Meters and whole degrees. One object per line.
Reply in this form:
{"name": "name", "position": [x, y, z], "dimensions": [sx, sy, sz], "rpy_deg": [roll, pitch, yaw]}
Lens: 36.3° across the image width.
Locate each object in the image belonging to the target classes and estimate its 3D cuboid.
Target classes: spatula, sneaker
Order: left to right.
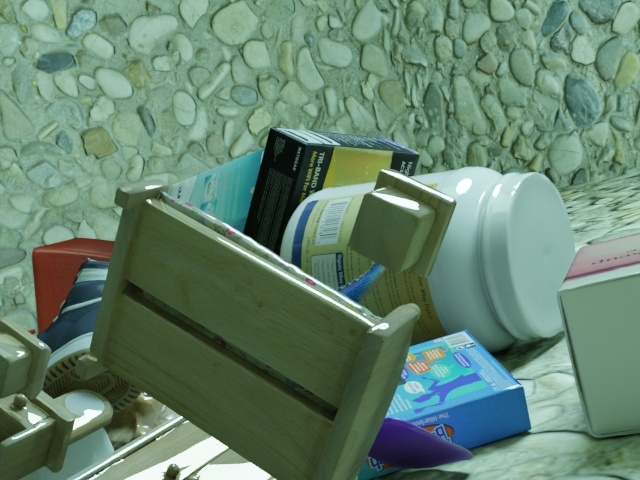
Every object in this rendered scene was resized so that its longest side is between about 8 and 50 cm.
{"name": "sneaker", "position": [-0.268, 0.117, 0.961], "dimensions": [0.282, 0.099, 0.153], "rpy_deg": [-23, 34, 25]}
{"name": "spatula", "position": [-0.005, 0.099, 0.748], "dimensions": [0.084, 0.296, 0.030], "rpy_deg": [-27, 28, 43]}

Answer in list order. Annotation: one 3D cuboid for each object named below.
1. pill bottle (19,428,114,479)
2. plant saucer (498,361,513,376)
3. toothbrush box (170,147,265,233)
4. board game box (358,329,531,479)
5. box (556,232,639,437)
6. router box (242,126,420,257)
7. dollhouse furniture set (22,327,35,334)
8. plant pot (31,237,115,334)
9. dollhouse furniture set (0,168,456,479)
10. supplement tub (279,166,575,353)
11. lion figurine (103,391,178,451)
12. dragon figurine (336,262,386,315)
{"name": "pill bottle", "position": [-0.309, 0.227, 0.871], "dimensions": [0.229, 0.131, 0.131], "rpy_deg": [-13, 4, 19]}
{"name": "plant saucer", "position": [0.121, 0.154, 1.045], "dimensions": [0.168, 0.029, 0.168], "rpy_deg": [-16, 4, 1]}
{"name": "toothbrush box", "position": [-0.089, -0.035, 1.618], "dimensions": [0.216, 0.126, 0.295], "rpy_deg": [21, -25, -36]}
{"name": "board game box", "position": [0.065, 0.154, 0.900], "dimensions": [0.210, 0.047, 0.160], "rpy_deg": [-15, 15, -5]}
{"name": "box", "position": [0.301, 0.066, 0.849], "dimensions": [0.148, 0.127, 0.232], "rpy_deg": [-13, 4, 20]}
{"name": "router box", "position": [0.000, 0.000, 1.412], "dimensions": [0.243, 0.309, 0.081], "rpy_deg": [-2, 24, -46]}
{"name": "dollhouse furniture set", "position": [-0.407, 0.196, 1.720], "dimensions": [0.259, 0.135, 0.262], "rpy_deg": [-15, 4, 7]}
{"name": "plant pot", "position": [-0.416, 0.130, 1.990], "dimensions": [0.236, 0.267, 0.267], "rpy_deg": [-3, 5, 5]}
{"name": "dollhouse furniture set", "position": [-0.076, 0.055, 0.686], "dimensions": [0.303, 0.355, 0.174], "rpy_deg": [29, 25, 21]}
{"name": "supplement tub", "position": [0.133, 0.030, 1.215], "dimensions": [0.316, 0.228, 0.228], "rpy_deg": [-6, 8, 37]}
{"name": "lion figurine", "position": [-0.334, 0.226, 1.071], "dimensions": [0.392, 0.142, 0.240], "rpy_deg": [-29, 37, 0]}
{"name": "dragon figurine", "position": [-0.020, 0.102, 1.067], "dimensions": [0.144, 0.289, 0.085], "rpy_deg": [23, -3, -13]}
